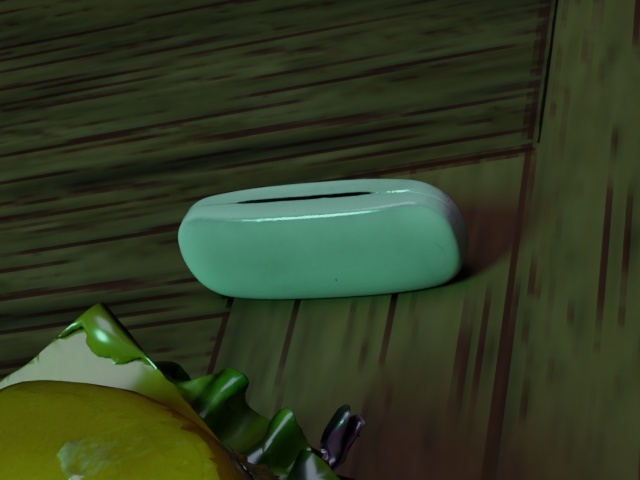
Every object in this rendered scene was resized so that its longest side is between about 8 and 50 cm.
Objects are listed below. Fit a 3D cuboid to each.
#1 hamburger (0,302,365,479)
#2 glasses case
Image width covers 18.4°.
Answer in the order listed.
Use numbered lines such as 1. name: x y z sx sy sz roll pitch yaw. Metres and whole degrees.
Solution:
1. hamburger: -0.064 0.102 0.402 0.190 0.093 0.164 -24 34 -4
2. glasses case: 0.000 0.000 0.547 0.083 0.032 0.021 -5 42 25
